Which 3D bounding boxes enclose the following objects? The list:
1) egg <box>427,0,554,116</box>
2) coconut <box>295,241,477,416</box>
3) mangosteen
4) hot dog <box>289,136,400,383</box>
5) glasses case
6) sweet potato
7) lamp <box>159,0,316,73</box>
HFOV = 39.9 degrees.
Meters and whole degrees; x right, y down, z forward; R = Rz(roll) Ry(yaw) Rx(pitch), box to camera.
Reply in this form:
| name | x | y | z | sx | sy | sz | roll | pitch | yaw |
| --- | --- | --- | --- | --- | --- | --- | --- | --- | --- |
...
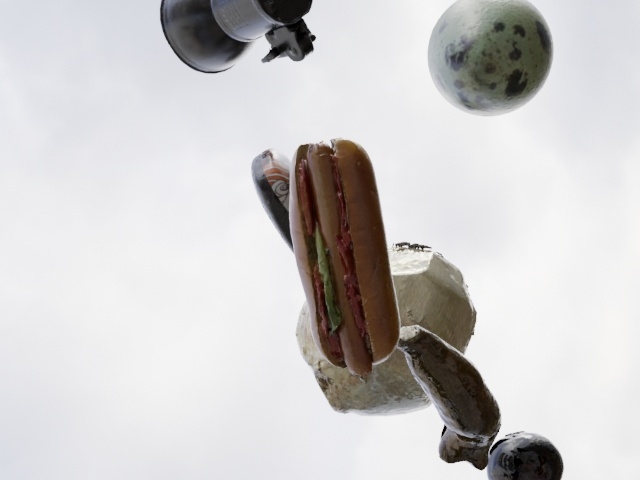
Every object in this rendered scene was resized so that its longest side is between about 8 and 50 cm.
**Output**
| name | x | y | z | sx | sy | sz | roll | pitch | yaw |
| --- | --- | --- | --- | --- | --- | --- | --- | --- | --- |
| egg | 0.237 | -0.260 | 1.238 | 0.228 | 0.177 | 0.176 | -59 | -37 | -68 |
| coconut | 0.129 | 0.191 | 1.792 | 0.346 | 0.346 | 0.360 | 50 | -122 | -45 |
| mangosteen | 0.341 | 0.392 | 1.460 | 0.137 | 0.137 | 0.151 | 8 | -111 | -55 |
| hot dog | 0.022 | 0.018 | 0.833 | 0.062 | 0.092 | 0.235 | 9 | -111 | -80 |
| glasses case | 0.000 | 0.000 | 1.088 | 0.266 | 0.067 | 0.103 | 54 | -170 | -30 |
| sweet potato | 0.177 | 0.219 | 1.195 | 0.085 | 0.112 | 0.285 | -91 | -25 | -46 |
| lamp | -0.091 | -0.309 | 1.173 | 0.147 | 0.227 | 0.172 | -42 | -67 | -33 |
